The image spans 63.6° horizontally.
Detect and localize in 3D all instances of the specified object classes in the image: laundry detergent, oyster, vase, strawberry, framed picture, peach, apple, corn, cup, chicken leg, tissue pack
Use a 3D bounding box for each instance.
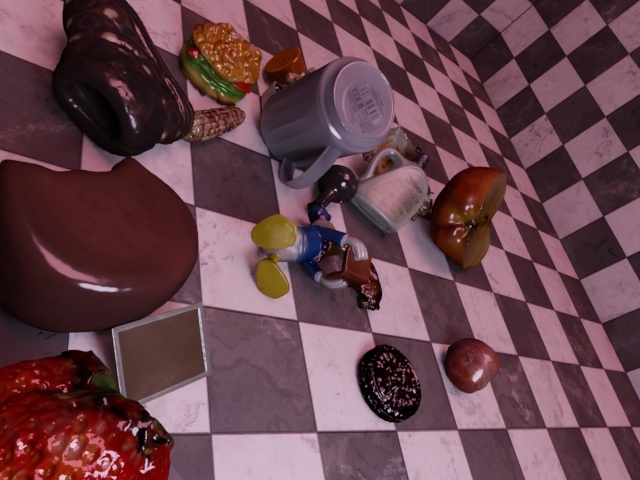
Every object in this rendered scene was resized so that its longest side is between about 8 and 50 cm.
[{"bbox_3d":[0.237,-0.182,1.618,0.215,0.105,0.280,41,74,-8],"label":"laundry detergent"},{"bbox_3d":[-0.034,-0.471,1.604,0.163,0.191,0.081,23,70,-20],"label":"oyster"},{"bbox_3d":[0.028,-0.137,1.470,0.120,0.120,0.183,46,51,-8],"label":"vase"},{"bbox_3d":[-0.344,0.289,0.623,0.288,0.250,0.238,-44,131,-33],"label":"strawberry"},{"bbox_3d":[-0.270,0.195,0.892,0.183,0.011,0.141,-13,100,-51],"label":"framed picture"},{"bbox_3d":[0.423,0.353,1.473,0.152,0.152,0.152,28,42,-29],"label":"peach"},{"bbox_3d":[0.522,-0.079,1.774,0.365,0.295,0.328,-13,80,-58],"label":"apple"},{"bbox_3d":[0.282,-0.225,1.753,0.337,0.198,0.133,51,2,-12],"label":"oyster"},{"bbox_3d":[-0.272,-0.300,1.306,0.079,0.079,0.237,51,34,-2],"label":"corn"},{"bbox_3d":[0.005,-0.293,1.364,0.237,0.327,0.322,25,76,-32],"label":"cup"},{"bbox_3d":[0.099,0.078,1.412,0.106,0.051,0.253,-12,66,-45],"label":"chicken leg"},{"bbox_3d":[-0.089,-0.395,1.567,0.170,0.090,0.103,24,42,-34],"label":"tissue pack"}]

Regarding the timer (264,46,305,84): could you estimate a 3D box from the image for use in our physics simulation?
[{"bbox_3d":[-0.089,-0.526,1.679,0.152,0.132,0.132,55,28,-40],"label":"timer"}]

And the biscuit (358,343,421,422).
[{"bbox_3d":[0.171,0.347,1.256,0.195,0.053,0.194,28,43,-30],"label":"biscuit"}]

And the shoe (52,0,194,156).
[{"bbox_3d":[-0.450,-0.356,1.076,0.383,0.171,0.237,58,32,-5],"label":"shoe"}]

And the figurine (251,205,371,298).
[{"bbox_3d":[0.000,0.000,1.258,0.284,0.204,0.338,22,26,1],"label":"figurine"}]

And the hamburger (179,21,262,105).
[{"bbox_3d":[-0.266,-0.503,1.419,0.237,0.149,0.237,27,44,-30],"label":"hamburger"}]

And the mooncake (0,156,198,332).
[{"bbox_3d":[-0.381,-0.002,0.851,0.334,0.174,0.325,40,36,-13],"label":"mooncake"}]
